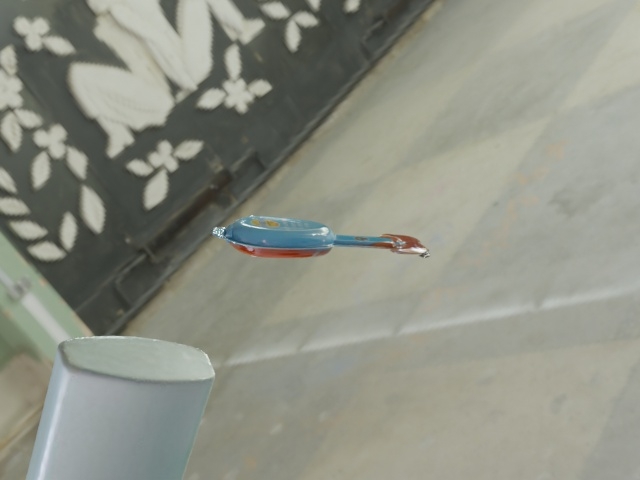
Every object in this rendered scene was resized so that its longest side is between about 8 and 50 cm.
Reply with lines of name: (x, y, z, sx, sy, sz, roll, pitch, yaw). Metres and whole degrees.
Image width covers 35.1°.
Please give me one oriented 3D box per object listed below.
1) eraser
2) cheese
eraser: (-0.255, 0.262, 1.238, 0.104, 0.189, 0.290, -121, 45, -56)
cheese: (0.000, 0.000, 1.179, 0.256, 0.037, 0.106, 5, 16, -7)
